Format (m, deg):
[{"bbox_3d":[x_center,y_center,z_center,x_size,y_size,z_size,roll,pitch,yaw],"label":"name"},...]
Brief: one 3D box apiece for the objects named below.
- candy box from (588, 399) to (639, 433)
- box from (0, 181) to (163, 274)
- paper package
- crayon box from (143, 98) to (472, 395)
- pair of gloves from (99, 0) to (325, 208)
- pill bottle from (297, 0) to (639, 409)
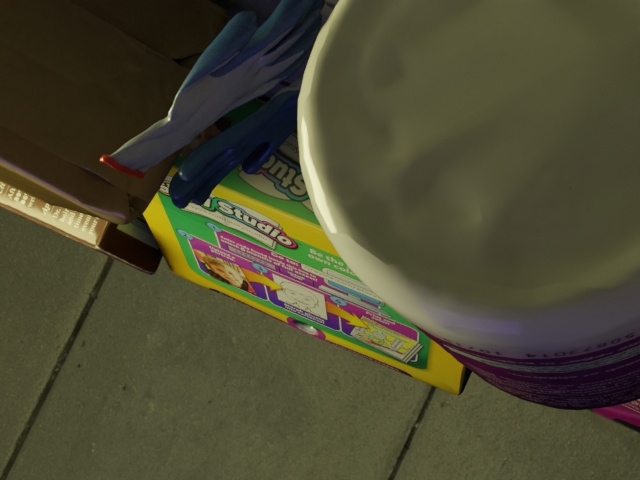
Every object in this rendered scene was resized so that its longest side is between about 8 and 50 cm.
[{"bbox_3d":[0.314,0.134,1.183,0.159,0.071,0.233,24,-171,6],"label":"candy box"},{"bbox_3d":[-0.327,-0.120,1.245,0.381,0.191,0.143,23,174,22],"label":"box"},{"bbox_3d":[-0.265,-0.155,0.801,0.309,0.168,0.325,29,174,-21],"label":"paper package"},{"bbox_3d":[0.000,0.000,1.077,0.362,0.106,0.313,23,159,12],"label":"crayon box"},{"bbox_3d":[-0.049,-0.083,0.672,0.023,0.159,0.198,52,-175,12],"label":"pair of gloves"},{"bbox_3d":[0.111,-0.012,0.499,0.169,0.169,0.301,22,173,23],"label":"pill bottle"}]
